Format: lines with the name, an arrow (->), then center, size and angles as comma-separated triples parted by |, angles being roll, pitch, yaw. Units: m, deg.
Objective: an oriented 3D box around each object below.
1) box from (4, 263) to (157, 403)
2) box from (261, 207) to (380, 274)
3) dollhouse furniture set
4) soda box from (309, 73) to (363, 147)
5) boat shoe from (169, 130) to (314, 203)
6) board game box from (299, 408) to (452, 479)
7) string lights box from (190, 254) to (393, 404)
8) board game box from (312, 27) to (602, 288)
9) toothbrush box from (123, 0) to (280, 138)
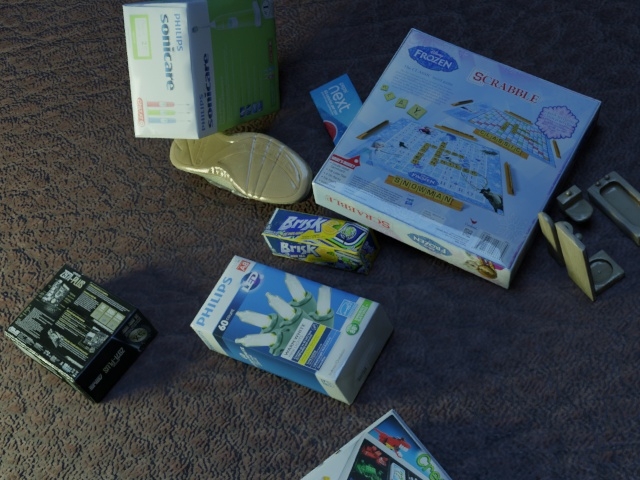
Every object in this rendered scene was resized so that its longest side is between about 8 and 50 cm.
box -> -0.370, 0.141, 1.785 | 0.180, 0.077, 0.147 | 26, 68, 34
box -> 0.000, 0.000, 1.751 | 0.169, 0.059, 0.054 | 11, 58, 28
dollhouse furniture set -> 0.381, -0.037, 1.581 | 0.151, 0.123, 0.144 | -34, 50, -4
soda box -> 0.053, -0.167, 1.847 | 0.071, 0.067, 0.210 | -26, 50, 3
boat shoe -> -0.115, -0.118, 1.862 | 0.285, 0.092, 0.102 | 15, 87, 34
board game box -> 0.105, 0.377, 1.435 | 0.193, 0.053, 0.305 | -37, 51, -6
string lights box -> -0.042, 0.125, 1.665 | 0.260, 0.076, 0.133 | 17, 65, 31
board game box -> 0.203, -0.129, 1.710 | 0.319, 0.066, 0.318 | 26, 67, 17
toothbrush box -> -0.182, -0.288, 1.859 | 0.122, 0.206, 0.283 | 3, 17, 23
